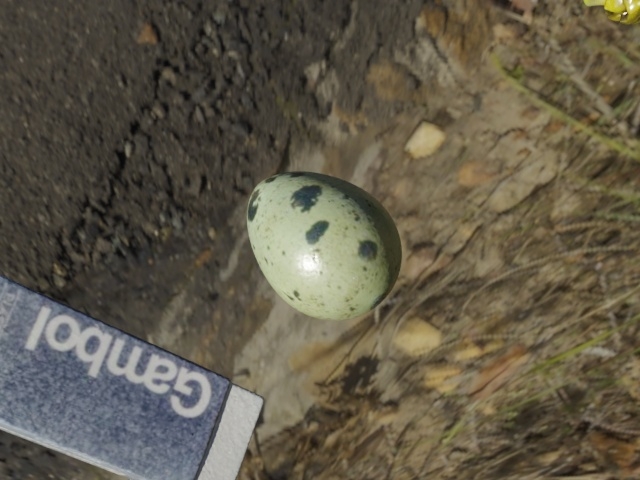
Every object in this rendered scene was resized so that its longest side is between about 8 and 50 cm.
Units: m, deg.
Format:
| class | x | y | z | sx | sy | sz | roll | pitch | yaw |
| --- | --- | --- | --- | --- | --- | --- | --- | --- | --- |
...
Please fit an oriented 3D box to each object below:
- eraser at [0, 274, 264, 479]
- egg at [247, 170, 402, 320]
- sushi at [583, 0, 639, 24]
| class | x | y | z | sx | sy | sz | roll | pitch | yaw |
| --- | --- | --- | --- | --- | --- | --- | --- | --- | --- |
| eraser | -0.150 | 0.107 | 0.795 | 0.212 | 0.046 | 0.092 | 28 | 68 | -19 |
| egg | 0.000 | 0.000 | 1.500 | 0.177 | 0.177 | 0.228 | -43 | 72 | -13 |
| sushi | 0.510 | -0.503 | 1.739 | 0.329 | 0.328 | 0.285 | -26 | 102 | 1 |
